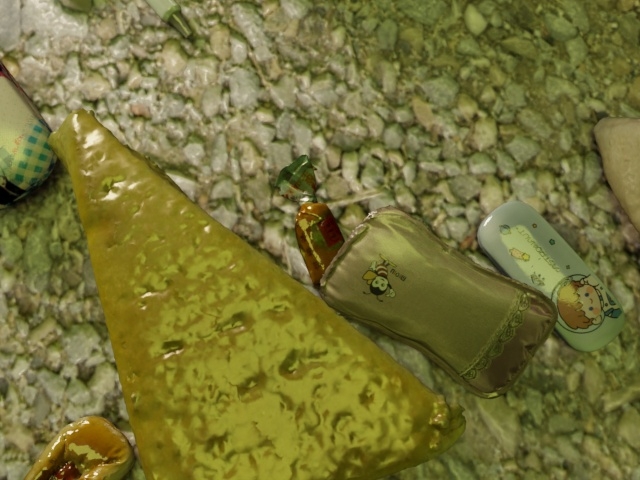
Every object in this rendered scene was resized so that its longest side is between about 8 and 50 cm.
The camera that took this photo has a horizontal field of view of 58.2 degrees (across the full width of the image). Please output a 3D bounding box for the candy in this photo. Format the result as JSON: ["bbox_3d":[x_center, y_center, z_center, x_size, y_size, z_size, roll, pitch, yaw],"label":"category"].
[{"bbox_3d":[0.000,0.000,0.615,0.053,0.046,0.182,-22,91,-17],"label":"candy"}]

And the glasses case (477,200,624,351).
[{"bbox_3d":[0.240,0.037,0.603,0.067,0.045,0.178,-40,84,2],"label":"glasses case"}]

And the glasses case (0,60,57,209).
[{"bbox_3d":[-0.418,-0.177,0.632,0.125,0.076,0.327,-38,83,-6],"label":"glasses case"}]

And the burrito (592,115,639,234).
[{"bbox_3d":[0.414,-0.005,0.567,0.190,0.135,0.332,-14,78,6],"label":"burrito"}]

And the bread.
[{"bbox_3d":[-0.064,0.027,0.518,0.245,0.233,0.362,-20,81,-2],"label":"bread"}]

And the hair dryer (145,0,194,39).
[{"bbox_3d":[-0.219,-0.290,0.665,0.155,0.044,0.183,-28,85,-1],"label":"hair dryer"}]

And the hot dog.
[{"bbox_3d":[-0.283,0.289,0.565,0.084,0.073,0.242,35,83,11],"label":"hot dog"}]

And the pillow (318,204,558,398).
[{"bbox_3d":[0.120,0.064,0.582,0.232,0.038,0.131,31,107,-4],"label":"pillow"}]
